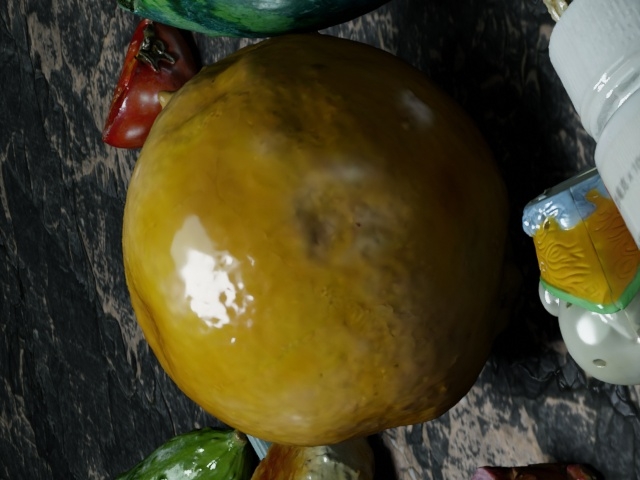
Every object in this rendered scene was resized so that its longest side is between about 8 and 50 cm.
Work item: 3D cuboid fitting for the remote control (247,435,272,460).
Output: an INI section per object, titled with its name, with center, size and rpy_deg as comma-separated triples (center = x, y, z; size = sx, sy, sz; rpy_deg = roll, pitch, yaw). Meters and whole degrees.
[remote control]
center = -0.094, 0.116, 2.083
size = 0.293, 0.051, 0.103
rpy_deg = 61, 152, 28

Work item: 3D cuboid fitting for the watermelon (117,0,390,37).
[watermelon]
center = -0.062, -0.251, 1.457
size = 0.319, 0.222, 0.292
rpy_deg = 31, 127, 20

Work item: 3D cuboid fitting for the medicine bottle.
[medicine bottle]
center = 0.239, -0.042, 1.109
size = 0.252, 0.144, 0.144
rpy_deg = 66, 154, 24

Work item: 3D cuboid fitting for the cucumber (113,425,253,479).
[cucumber]
center = -0.152, 0.280, 2.180
size = 0.244, 0.134, 0.134
rpy_deg = -43, 58, 37

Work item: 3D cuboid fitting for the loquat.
[loquat]
center = 0.000, 0.000, 1.486
size = 0.328, 0.328, 0.328
rpy_deg = 169, 90, -67

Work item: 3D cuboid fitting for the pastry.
[pastry]
center = -0.014, 0.264, 1.836
size = 0.192, 0.093, 0.182
rpy_deg = -58, 16, 29

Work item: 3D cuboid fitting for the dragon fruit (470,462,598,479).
[dragon fruit]
center = 0.175, 0.224, 1.449
size = 0.096, 0.102, 0.147
rpy_deg = 121, 138, -55

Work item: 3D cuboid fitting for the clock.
[clock]
center = 0.196, 0.023, 1.239
size = 0.144, 0.103, 0.231
rpy_deg = 62, -166, 0

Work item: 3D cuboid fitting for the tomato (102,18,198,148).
[tomato]
center = -0.179, -0.167, 2.103
size = 0.139, 0.091, 0.159
rpy_deg = 125, 158, -48

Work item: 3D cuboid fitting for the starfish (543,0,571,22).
[starfish]
center = 0.167, -0.250, 1.303
size = 0.138, 0.050, 0.247
rpy_deg = -26, 79, 65
